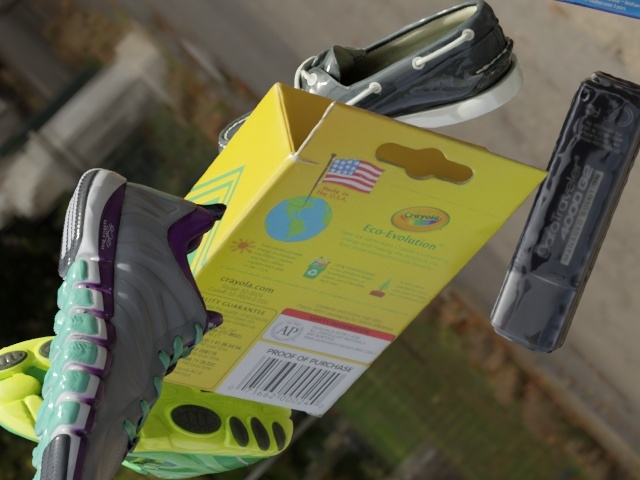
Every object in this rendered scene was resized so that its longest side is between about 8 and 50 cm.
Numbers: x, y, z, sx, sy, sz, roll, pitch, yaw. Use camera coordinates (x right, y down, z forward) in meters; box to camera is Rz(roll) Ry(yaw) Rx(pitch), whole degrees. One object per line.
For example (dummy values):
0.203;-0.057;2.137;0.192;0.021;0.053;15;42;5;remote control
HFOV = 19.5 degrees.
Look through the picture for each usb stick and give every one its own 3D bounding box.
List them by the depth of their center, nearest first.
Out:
0.237;-0.023;1.767;0.077;0.278;0.045;23;-161;14;usb stick

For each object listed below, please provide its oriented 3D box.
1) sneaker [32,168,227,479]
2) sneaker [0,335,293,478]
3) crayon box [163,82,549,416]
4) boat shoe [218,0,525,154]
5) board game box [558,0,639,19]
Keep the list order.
-0.103;0.069;1.053;0.098;0.223;0.083;10;160;-15;sneaker
-0.170;0.166;1.665;0.295;0.123;0.109;14;-128;-27;sneaker
0.000;0.000;1.431;0.202;0.318;0.081;16;-137;-32;crayon box
0.032;-0.141;1.702;0.114;0.302;0.091;-83;-30;-57;boat shoe
0.384;-0.355;1.767;0.319;0.318;0.066;8;-162;-25;board game box
